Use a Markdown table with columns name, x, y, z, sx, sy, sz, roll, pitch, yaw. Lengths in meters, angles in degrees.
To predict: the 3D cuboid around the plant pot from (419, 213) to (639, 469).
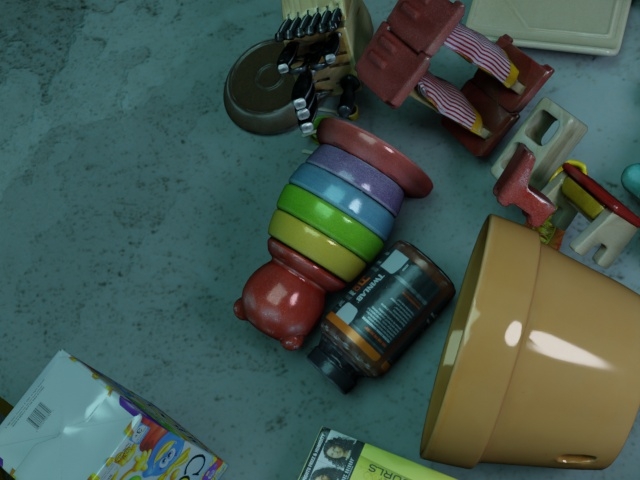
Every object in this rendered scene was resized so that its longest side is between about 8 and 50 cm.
| name | x | y | z | sx | sy | sz | roll | pitch | yaw |
| --- | --- | --- | --- | --- | --- | --- | --- | --- | --- |
| plant pot | 0.248 | 0.134 | 1.200 | 0.203 | 0.291 | 0.291 | 16 | 73 | 6 |

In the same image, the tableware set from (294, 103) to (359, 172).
| name | x | y | z | sx | sy | sz | roll | pitch | yaw |
| --- | --- | --- | --- | --- | --- | --- | --- | --- | --- |
| tableware set | 0.018 | -0.126 | 1.507 | 0.104 | 0.024 | 0.154 | 11 | 71 | 21 |

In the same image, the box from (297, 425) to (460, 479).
| name | x | y | z | sx | sy | sz | roll | pitch | yaw |
| --- | --- | --- | --- | --- | --- | --- | --- | --- | --- |
| box | 0.093 | 0.308 | 1.281 | 0.232 | 0.058 | 0.087 | 19 | 72 | 23 |

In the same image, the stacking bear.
| name | x | y | z | sx | sy | sz | roll | pitch | yaw |
| --- | --- | --- | --- | --- | --- | --- | --- | --- | --- |
| stacking bear | 0.000 | 0.000 | 1.387 | 0.175 | 0.164 | 0.289 | 30 | 87 | 10 |

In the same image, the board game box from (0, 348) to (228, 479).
| name | x | y | z | sx | sy | sz | roll | pitch | yaw |
| --- | --- | --- | --- | --- | --- | --- | --- | --- | --- |
| board game box | -0.248 | 0.263 | 1.284 | 0.142 | 0.275 | 0.144 | 32 | 80 | 26 |

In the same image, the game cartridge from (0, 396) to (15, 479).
| name | x | y | z | sx | sy | sz | roll | pitch | yaw |
| --- | --- | --- | --- | --- | --- | --- | --- | --- | --- |
| game cartridge | -0.373 | 0.310 | 1.276 | 0.052 | 0.324 | 0.285 | -22 | 63 | -5 |

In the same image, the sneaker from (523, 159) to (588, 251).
| name | x | y | z | sx | sy | sz | roll | pitch | yaw |
| --- | --- | --- | --- | --- | --- | --- | --- | --- | --- |
| sneaker | 0.290 | -0.028 | 1.358 | 0.064 | 0.067 | 0.175 | 20 | 77 | 22 |

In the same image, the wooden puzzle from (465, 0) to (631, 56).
| name | x | y | z | sx | sy | sz | roll | pitch | yaw |
| --- | --- | --- | --- | --- | --- | --- | --- | --- | --- |
| wooden puzzle | 0.333 | -0.362 | 1.503 | 0.220 | 0.044 | 0.239 | 11 | 67 | 21 |

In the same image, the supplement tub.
| name | x | y | z | sx | sy | sz | roll | pitch | yaw |
| --- | --- | --- | --- | --- | --- | --- | --- | --- | --- |
| supplement tub | 0.073 | 0.101 | 1.349 | 0.198 | 0.106 | 0.106 | -47 | 63 | -6 |

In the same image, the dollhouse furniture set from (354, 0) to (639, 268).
| name | x | y | z | sx | sy | sz | roll | pitch | yaw |
| --- | --- | --- | --- | --- | --- | --- | --- | --- | --- |
| dollhouse furniture set | 0.228 | -0.152 | 1.284 | 0.152 | 0.201 | 0.374 | -55 | 43 | 15 |

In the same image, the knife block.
| name | x | y | z | sx | sy | sz | roll | pitch | yaw |
| --- | --- | --- | --- | --- | --- | --- | --- | --- | --- |
| knife block | 0.012 | -0.239 | 1.437 | 0.088 | 0.275 | 0.242 | -8 | 77 | 13 |

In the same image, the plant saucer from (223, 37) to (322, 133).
| name | x | y | z | sx | sy | sz | roll | pitch | yaw |
| --- | --- | --- | --- | --- | --- | --- | --- | --- | --- |
| plant saucer | -0.071 | -0.238 | 1.575 | 0.168 | 0.029 | 0.169 | -7 | 64 | 15 |

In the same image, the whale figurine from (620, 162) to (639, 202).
| name | x | y | z | sx | sy | sz | roll | pitch | yaw |
| --- | --- | --- | --- | --- | --- | --- | --- | --- | --- |
| whale figurine | 0.476 | -0.097 | 1.287 | 0.216 | 0.141 | 0.272 | -5 | 66 | 16 |
